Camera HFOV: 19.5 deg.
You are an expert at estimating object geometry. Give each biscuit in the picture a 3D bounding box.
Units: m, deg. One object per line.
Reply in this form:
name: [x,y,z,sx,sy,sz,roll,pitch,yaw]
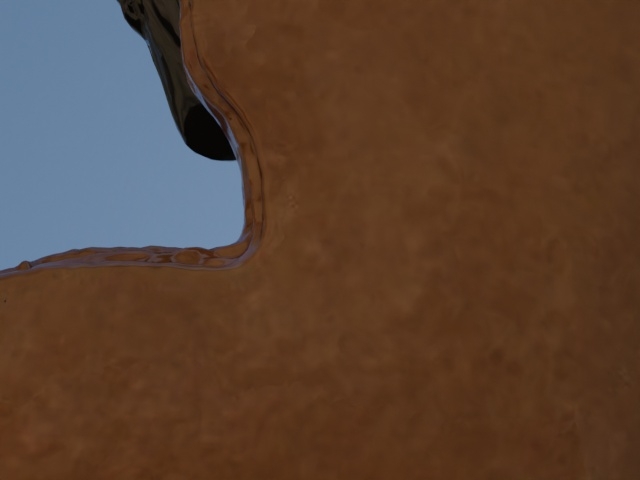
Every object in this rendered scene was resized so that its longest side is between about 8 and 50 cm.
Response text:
biscuit: [0.000,0.000,0.435,0.186,0.036,0.192,7,-97,-2]

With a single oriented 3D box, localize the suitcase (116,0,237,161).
suitcase: [0.010,-0.236,1.143,0.339,0.188,0.345,-14,-98,-34]
